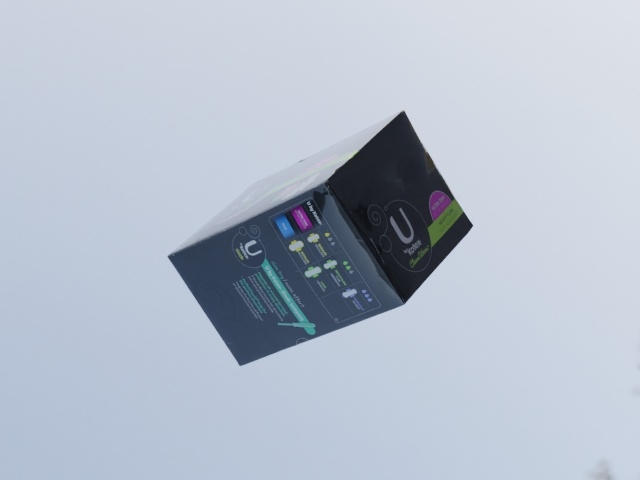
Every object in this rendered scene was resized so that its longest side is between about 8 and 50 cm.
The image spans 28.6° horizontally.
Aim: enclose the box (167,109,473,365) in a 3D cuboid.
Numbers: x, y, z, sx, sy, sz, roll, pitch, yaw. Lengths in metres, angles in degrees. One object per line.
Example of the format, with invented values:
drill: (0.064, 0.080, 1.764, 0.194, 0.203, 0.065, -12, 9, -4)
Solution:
box: (0.000, 0.000, 0.454, 0.052, 0.083, 0.062, 57, -140, -10)
